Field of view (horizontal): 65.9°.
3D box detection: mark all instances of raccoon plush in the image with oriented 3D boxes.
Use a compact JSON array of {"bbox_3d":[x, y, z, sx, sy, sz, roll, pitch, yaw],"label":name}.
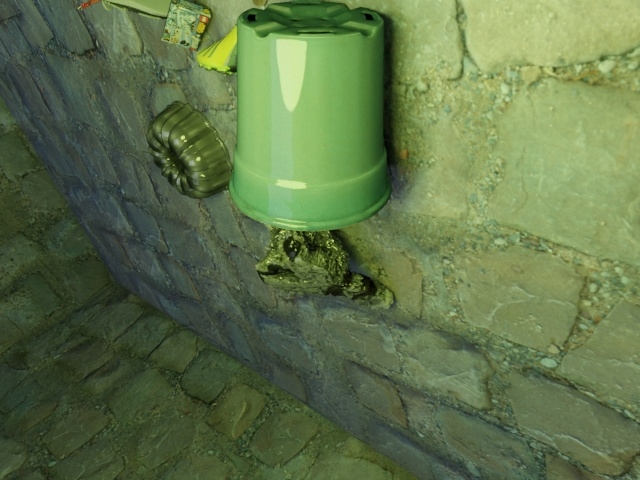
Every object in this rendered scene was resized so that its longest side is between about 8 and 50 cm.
[{"bbox_3d":[0.000,0.000,1.369,0.446,0.299,0.216,30,143,-33],"label":"raccoon plush"}]

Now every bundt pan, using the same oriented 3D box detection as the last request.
[{"bbox_3d":[-0.438,-0.270,1.596,0.331,0.124,0.331,32,145,25],"label":"bundt pan"}]

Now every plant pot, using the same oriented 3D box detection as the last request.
[{"bbox_3d":[-0.020,-0.252,0.941,0.341,0.341,0.334,27,134,31],"label":"plant pot"}]

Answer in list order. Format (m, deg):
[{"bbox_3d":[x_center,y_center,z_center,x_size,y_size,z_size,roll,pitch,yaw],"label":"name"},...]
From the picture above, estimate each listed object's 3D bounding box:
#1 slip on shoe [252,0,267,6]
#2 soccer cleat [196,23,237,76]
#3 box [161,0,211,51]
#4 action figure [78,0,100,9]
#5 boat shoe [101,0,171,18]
[{"bbox_3d":[-0.129,-0.539,1.005,0.051,0.041,0.135,42,148,11],"label":"slip on shoe"},{"bbox_3d":[-0.197,-0.453,1.163,0.289,0.093,0.121,18,107,46],"label":"soccer cleat"},{"bbox_3d":[-0.333,-0.532,1.223,0.094,0.027,0.137,10,159,-25],"label":"box"},{"bbox_3d":[-0.684,-0.730,1.398,0.280,0.139,0.091,23,141,31],"label":"action figure"},{"bbox_3d":[-0.491,-0.611,1.177,0.105,0.306,0.113,8,95,53],"label":"boat shoe"}]
